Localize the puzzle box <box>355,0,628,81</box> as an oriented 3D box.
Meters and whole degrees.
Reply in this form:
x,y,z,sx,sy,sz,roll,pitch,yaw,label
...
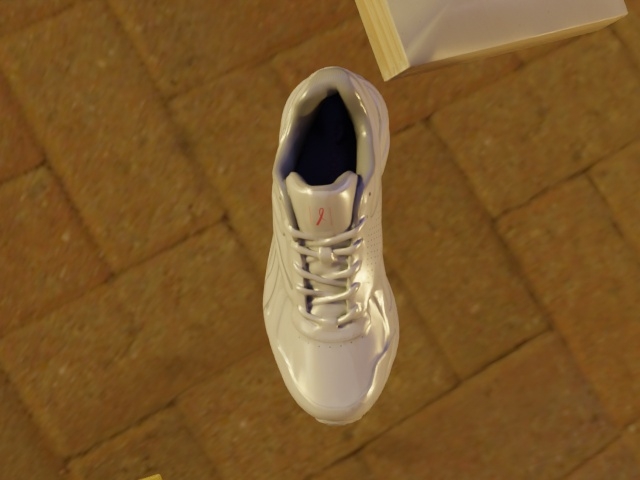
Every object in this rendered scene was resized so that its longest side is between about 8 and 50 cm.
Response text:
x,y,z,sx,sy,sz,roll,pitch,yaw,label
0.114,-0.371,1.484,0.272,0.052,0.409,-16,85,-29,puzzle box

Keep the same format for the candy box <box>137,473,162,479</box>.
x,y,z,sx,sy,sz,roll,pitch,yaw,label
-0.211,0.270,1.283,0.206,0.027,0.105,-14,75,-29,candy box

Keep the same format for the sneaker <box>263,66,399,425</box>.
x,y,z,sx,sy,sz,roll,pitch,yaw,label
0.000,0.000,0.975,0.090,0.115,0.232,-4,85,6,sneaker
